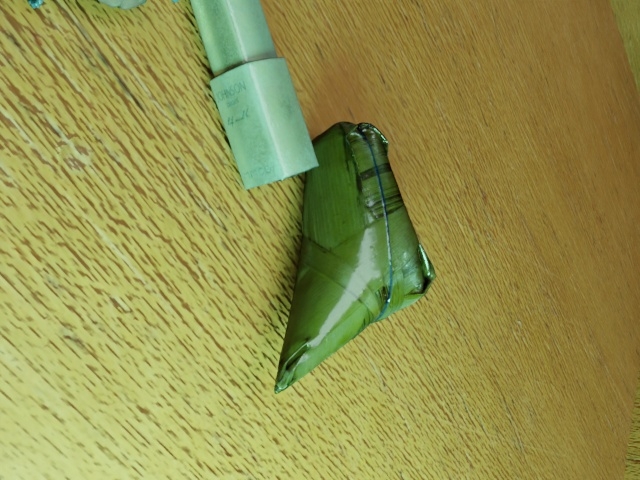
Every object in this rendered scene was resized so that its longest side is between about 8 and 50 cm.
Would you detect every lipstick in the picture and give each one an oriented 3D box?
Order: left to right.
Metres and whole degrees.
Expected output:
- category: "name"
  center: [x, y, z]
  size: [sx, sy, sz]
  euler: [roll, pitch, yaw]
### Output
- category: "lipstick"
  center: [-0.083, -0.190, 0.691]
  size: [0.077, 0.078, 0.253]
  euler: [-28, 103, -47]

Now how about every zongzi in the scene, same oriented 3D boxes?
- category: "zongzi"
  center: [0.000, 0.000, 0.724]
  size: [0.289, 0.123, 0.260]
  euler: [-24, 96, -45]

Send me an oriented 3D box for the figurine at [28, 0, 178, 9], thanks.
- category: "figurine"
  center: [-0.212, -0.284, 0.551]
  size: [0.178, 0.114, 0.145]
  euler: [18, 62, -58]
